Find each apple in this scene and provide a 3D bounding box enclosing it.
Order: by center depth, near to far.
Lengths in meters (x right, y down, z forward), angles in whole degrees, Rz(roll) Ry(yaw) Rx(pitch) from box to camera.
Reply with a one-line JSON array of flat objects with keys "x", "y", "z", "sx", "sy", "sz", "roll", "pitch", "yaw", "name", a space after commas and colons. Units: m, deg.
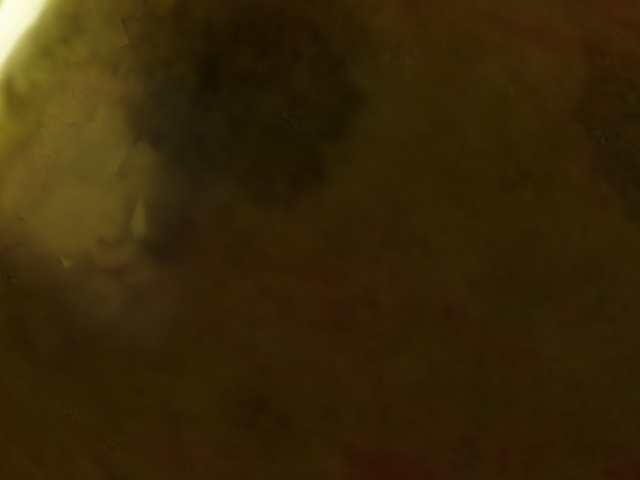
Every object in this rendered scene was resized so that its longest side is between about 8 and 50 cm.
[{"x": 0.000, "y": 0.000, "z": 0.549, "sx": 0.364, "sy": 0.364, "sz": 0.364, "roll": -19, "pitch": 64, "yaw": 44, "name": "apple"}]
